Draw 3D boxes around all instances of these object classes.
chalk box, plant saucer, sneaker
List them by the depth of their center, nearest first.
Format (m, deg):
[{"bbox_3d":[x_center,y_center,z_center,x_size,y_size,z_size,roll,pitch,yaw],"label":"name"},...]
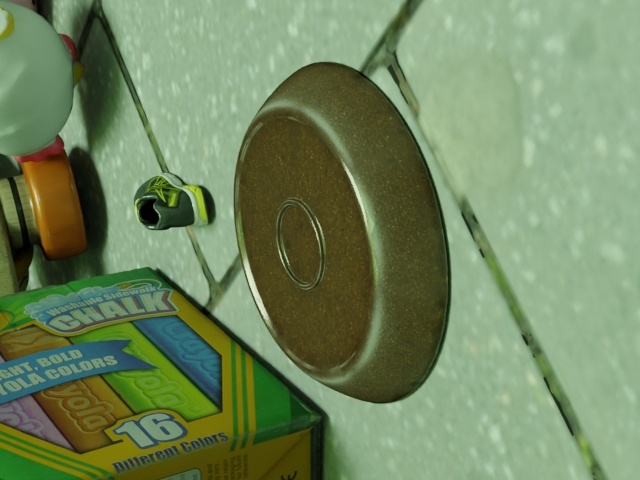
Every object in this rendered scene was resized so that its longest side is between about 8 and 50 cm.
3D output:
[{"bbox_3d":[0.000,0.000,0.594,0.168,0.029,0.169,32,129,51],"label":"plant saucer"},{"bbox_3d":[-0.099,-0.023,0.746,0.083,0.035,0.031,7,107,59],"label":"sneaker"},{"bbox_3d":[-0.149,0.138,0.750,0.289,0.179,0.180,32,127,51],"label":"chalk box"}]

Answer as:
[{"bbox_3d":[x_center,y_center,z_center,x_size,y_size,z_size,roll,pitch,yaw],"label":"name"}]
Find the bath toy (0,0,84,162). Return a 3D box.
[{"bbox_3d":[-0.271,-0.170,0.900,0.348,0.151,0.129,44,172,39],"label":"bath toy"}]

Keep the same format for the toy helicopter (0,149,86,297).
[{"bbox_3d":[-0.282,-0.009,1.015,0.355,0.140,0.235,-126,26,-53],"label":"toy helicopter"}]
